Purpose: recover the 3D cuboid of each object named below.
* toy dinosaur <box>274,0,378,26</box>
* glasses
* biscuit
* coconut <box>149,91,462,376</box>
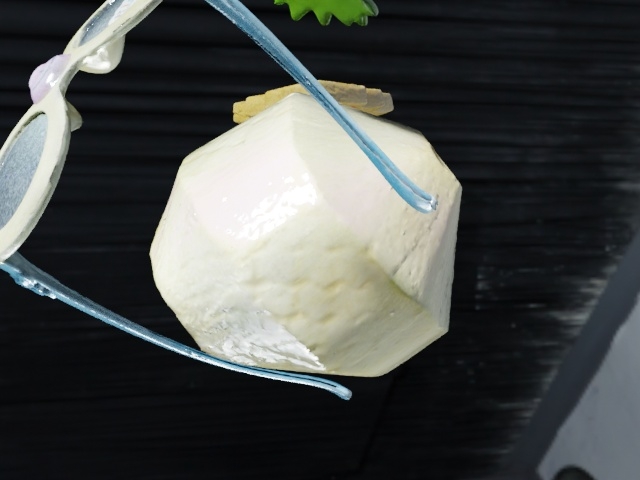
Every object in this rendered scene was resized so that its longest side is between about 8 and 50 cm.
[{"bbox_3d":[0.026,-0.265,0.718,0.177,0.194,0.152,-58,-41,-33],"label":"toy dinosaur"},{"bbox_3d":[-0.044,-0.031,0.500,0.189,0.221,0.088,-63,8,-18],"label":"glasses"},{"bbox_3d":[-0.007,-0.168,1.259,0.238,0.212,0.041,-123,31,-87],"label":"biscuit"},{"bbox_3d":[0.000,0.000,0.828,0.259,0.259,0.259,179,90,-73],"label":"coconut"}]
